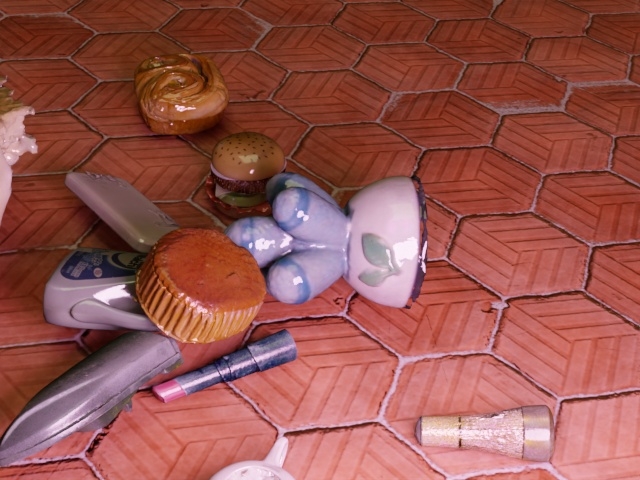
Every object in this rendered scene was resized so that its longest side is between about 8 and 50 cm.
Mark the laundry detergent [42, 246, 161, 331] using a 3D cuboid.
[{"bbox_3d":[-0.287,0.092,1.676,0.280,0.105,0.215,10,19,4],"label":"laundry detergent"}]

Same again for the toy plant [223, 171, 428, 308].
[{"bbox_3d":[0.000,0.000,1.727,0.332,0.247,0.247,2,37,-8],"label":"toy plant"}]

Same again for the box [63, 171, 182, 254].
[{"bbox_3d":[-0.348,-0.050,1.887,0.142,0.044,0.285,7,23,-47],"label":"box"}]

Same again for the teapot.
[{"bbox_3d":[-0.089,0.354,1.374,0.145,0.092,0.226,15,37,10],"label":"teapot"}]

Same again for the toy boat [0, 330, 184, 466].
[{"bbox_3d":[-0.341,0.231,1.493,0.141,0.092,0.319,-8,19,41],"label":"toy boat"}]

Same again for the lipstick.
[{"bbox_3d":[-0.150,0.199,1.608,0.234,0.053,0.053,-17,42,-24],"label":"lipstick"}]

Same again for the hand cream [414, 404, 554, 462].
[{"bbox_3d":[0.240,0.285,1.519,0.203,0.084,0.084,-1,37,5],"label":"hand cream"}]

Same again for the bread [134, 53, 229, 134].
[{"bbox_3d":[-0.301,-0.321,2.228,0.198,0.120,0.236,-8,39,-13],"label":"bread"}]

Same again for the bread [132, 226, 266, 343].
[{"bbox_3d":[-0.182,0.065,1.592,0.199,0.104,0.199,22,39,-19],"label":"bread"}]

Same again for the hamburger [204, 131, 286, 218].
[{"bbox_3d":[-0.141,-0.134,1.982,0.175,0.137,0.175,1,40,-1],"label":"hamburger"}]

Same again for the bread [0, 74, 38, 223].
[{"bbox_3d":[-0.636,-0.128,1.735,0.245,0.329,0.424,22,23,-32],"label":"bread"}]
